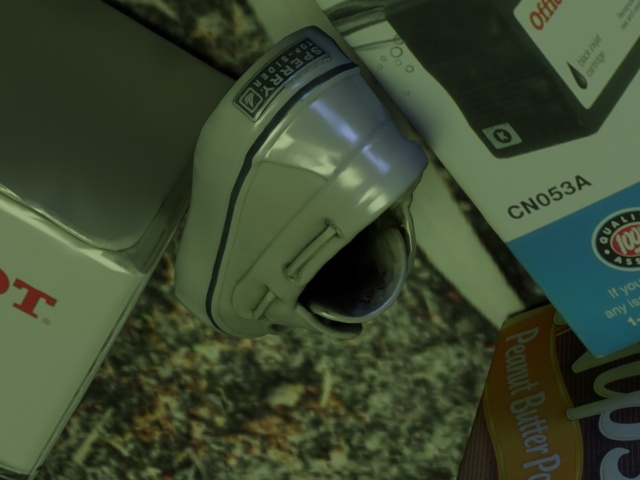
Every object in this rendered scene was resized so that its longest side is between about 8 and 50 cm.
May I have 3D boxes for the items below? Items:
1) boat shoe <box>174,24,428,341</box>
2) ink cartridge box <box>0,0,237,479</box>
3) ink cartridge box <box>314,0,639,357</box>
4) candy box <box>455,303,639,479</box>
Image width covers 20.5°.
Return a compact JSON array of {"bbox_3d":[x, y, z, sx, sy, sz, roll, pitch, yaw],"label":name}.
[{"bbox_3d":[0.000,0.000,0.778,0.088,0.096,0.267,44,159,11],"label":"boat shoe"},{"bbox_3d":[-0.254,0.024,0.898,0.285,0.166,0.395,30,129,-5],"label":"ink cartridge box"},{"bbox_3d":[0.119,-0.136,0.677,0.223,0.129,0.307,-27,113,33],"label":"ink cartridge box"},{"bbox_3d":[0.144,0.129,0.744,0.183,0.316,0.087,-22,115,31],"label":"candy box"}]
